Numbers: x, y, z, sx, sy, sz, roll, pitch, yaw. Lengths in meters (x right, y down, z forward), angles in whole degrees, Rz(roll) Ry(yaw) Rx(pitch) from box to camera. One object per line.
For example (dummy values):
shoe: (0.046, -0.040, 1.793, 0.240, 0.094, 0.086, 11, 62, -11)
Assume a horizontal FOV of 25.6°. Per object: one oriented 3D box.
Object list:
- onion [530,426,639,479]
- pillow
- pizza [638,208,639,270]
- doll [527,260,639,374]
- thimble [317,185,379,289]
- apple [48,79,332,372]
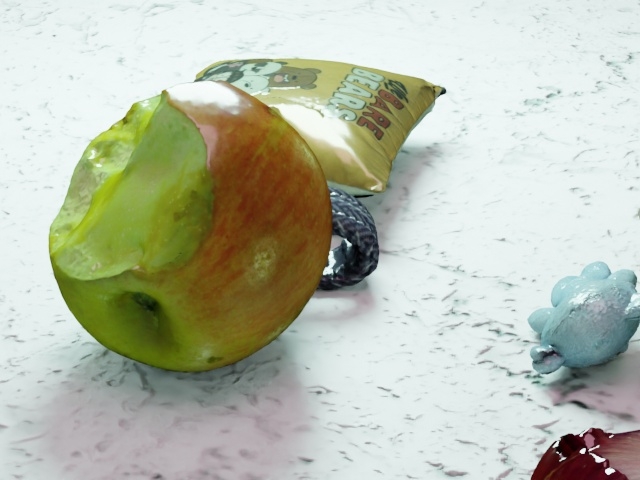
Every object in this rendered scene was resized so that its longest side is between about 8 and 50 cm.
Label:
onion: (0.252, 0.199, 0.907, 0.248, 0.161, 0.248, 11, 28, -6)
pillow: (-0.040, -0.127, 1.570, 0.312, 0.119, 0.310, 6, 24, 14)
pizza: (0.393, 0.045, 1.262, 0.323, 0.089, 0.223, -17, 52, -33)
doll: (0.246, 0.070, 1.268, 0.120, 0.075, 0.180, -34, 0, 13)
thimble: (0.002, 0.002, 1.358, 0.104, 0.095, 0.066, 30, 29, -23)
apple: (-0.118, -0.010, 1.212, 0.246, 0.246, 0.226, 16, 52, 27)
